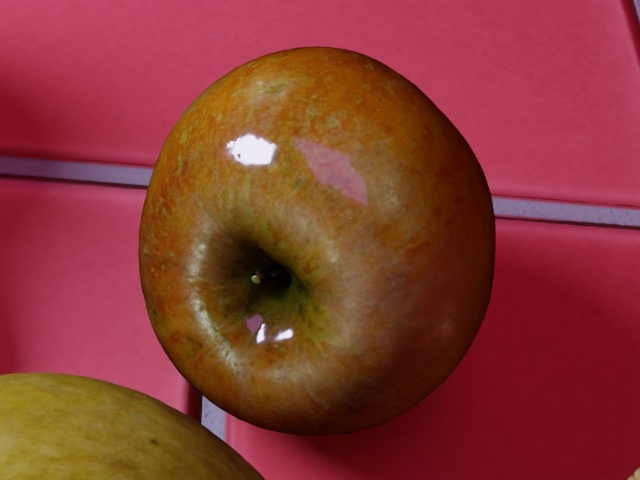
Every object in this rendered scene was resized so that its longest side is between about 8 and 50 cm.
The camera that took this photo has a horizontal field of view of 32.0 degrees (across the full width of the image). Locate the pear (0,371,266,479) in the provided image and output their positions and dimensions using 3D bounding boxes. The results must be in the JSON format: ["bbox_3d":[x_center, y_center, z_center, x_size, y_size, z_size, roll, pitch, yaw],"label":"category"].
[{"bbox_3d":[-0.138,0.208,0.451,0.304,0.304,0.303,6,51,-7],"label":"pear"}]

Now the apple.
[{"bbox_3d":[0.000,0.000,0.691,0.237,0.236,0.207,27,28,10],"label":"apple"}]

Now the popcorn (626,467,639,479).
[{"bbox_3d":[0.262,0.188,0.660,0.170,0.180,0.180,20,45,42],"label":"popcorn"}]
